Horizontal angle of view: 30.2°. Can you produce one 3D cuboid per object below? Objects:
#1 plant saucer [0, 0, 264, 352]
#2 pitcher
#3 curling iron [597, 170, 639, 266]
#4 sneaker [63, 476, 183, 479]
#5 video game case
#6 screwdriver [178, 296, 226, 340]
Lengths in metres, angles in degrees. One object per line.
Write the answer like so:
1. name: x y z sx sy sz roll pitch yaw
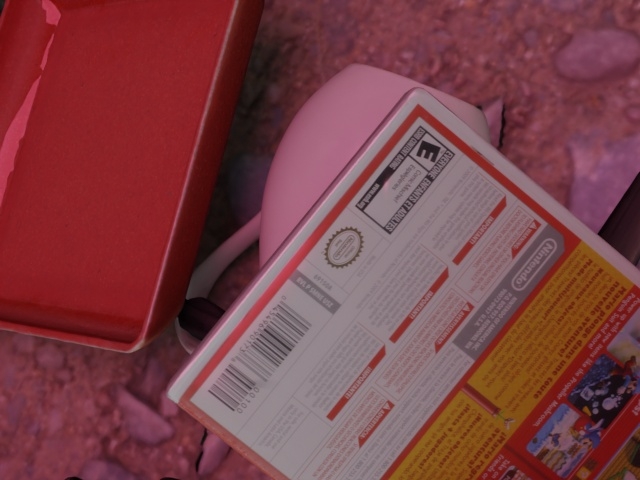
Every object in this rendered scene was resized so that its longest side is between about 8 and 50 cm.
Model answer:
1. plant saucer: -0.143 -0.062 0.752 0.258 0.048 0.259 4 74 44
2. pitcher: 0.000 0.000 0.701 0.178 0.125 0.207 25 95 37
3. curling iron: 0.141 0.029 0.684 0.068 0.035 0.274 37 89 23
4. sneaker: -0.163 0.201 0.716 0.234 0.078 0.106 -16 68 9
5. video game case: 0.093 0.088 0.618 0.285 0.025 0.204 39 90 -5
6. screwdriver: -0.091 0.036 0.727 0.170 0.025 0.024 24 104 60
